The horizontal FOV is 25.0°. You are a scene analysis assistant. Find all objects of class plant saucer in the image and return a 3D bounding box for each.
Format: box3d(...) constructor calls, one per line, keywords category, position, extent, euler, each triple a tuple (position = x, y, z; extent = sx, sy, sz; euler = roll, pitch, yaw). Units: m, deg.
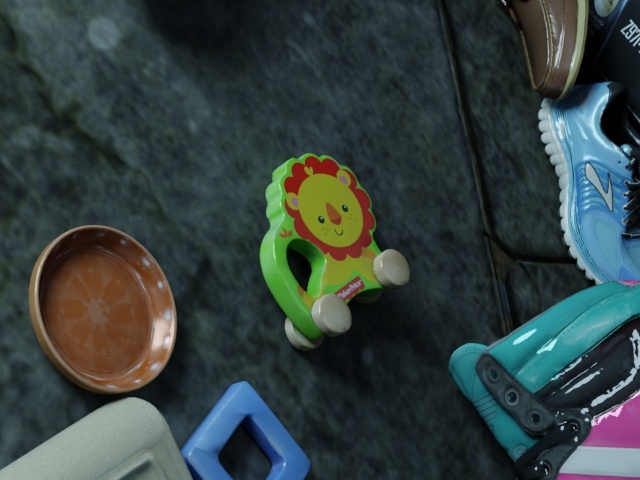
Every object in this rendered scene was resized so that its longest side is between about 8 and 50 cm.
box3d(category="plant saucer", position=(-0.106, 0.034, 0.697), extent=(0.083, 0.013, 0.083), euler=(21, 58, -39))

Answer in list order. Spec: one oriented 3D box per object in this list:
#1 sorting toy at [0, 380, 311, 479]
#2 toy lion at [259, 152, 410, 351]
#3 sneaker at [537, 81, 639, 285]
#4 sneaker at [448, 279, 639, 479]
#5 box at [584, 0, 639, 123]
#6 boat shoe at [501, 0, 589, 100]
box3d(category="sorting toy", position=(-0.089, 0.186, 0.625), extent=(0.348, 0.047, 0.196), euler=(-31, 97, -48))
box3d(category="toy lion", position=(0.000, 0.000, 0.813), extent=(0.100, 0.034, 0.096), euler=(-36, 93, -47))
box3d(category="sneaker", position=(0.207, -0.037, 1.009), extent=(0.063, 0.073, 0.162), euler=(-11, 82, -48))
box3d(category="sneaker", position=(0.136, 0.140, 0.830), extent=(0.295, 0.178, 0.124), euler=(-53, 153, -7))
box3d(category="box", position=(0.288, -0.137, 1.094), extent=(0.180, 0.077, 0.147), euler=(9, 42, -44))
box3d(category="boat shoe", position=(0.151, -0.180, 1.031), extent=(0.060, 0.064, 0.178), euler=(5, 65, -12))
